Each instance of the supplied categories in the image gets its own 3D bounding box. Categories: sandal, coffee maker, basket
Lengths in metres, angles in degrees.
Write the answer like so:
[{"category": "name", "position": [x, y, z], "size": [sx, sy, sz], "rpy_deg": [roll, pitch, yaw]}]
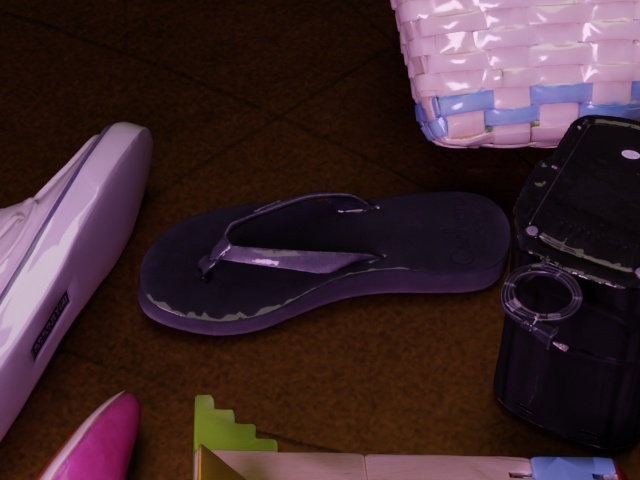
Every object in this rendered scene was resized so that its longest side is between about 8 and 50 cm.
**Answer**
[{"category": "sandal", "position": [0.000, -0.001, 1.102], "size": [0.255, 0.054, 0.097], "rpy_deg": [-10, 52, -6]}, {"category": "coffee maker", "position": [0.155, 0.040, 0.986], "size": [0.171, 0.178, 0.120], "rpy_deg": [-31, 55, -23]}, {"category": "basket", "position": [0.148, -0.208, 1.126], "size": [0.255, 0.201, 0.288], "rpy_deg": [-1, 96, 1]}]

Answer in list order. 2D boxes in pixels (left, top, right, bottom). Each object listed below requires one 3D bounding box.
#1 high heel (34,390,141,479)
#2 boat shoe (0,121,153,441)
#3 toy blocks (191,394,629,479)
[{"category": "high heel", "position": [-0.134, 0.199, 0.954], "size": [0.117, 0.082, 0.244], "rpy_deg": [35, 42, -7]}, {"category": "boat shoe", "position": [-0.200, 0.020, 1.075], "size": [0.088, 0.096, 0.267], "rpy_deg": [21, 64, 12]}, {"category": "toy blocks", "position": [0.064, 0.241, 0.833], "size": [0.261, 0.190, 0.381], "rpy_deg": [2, 35, -5]}]
